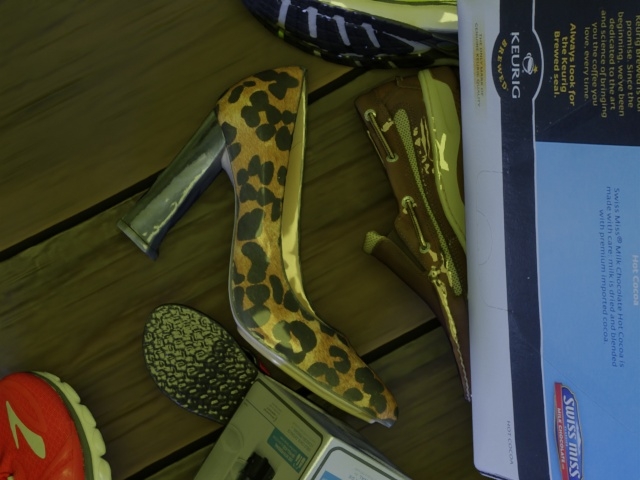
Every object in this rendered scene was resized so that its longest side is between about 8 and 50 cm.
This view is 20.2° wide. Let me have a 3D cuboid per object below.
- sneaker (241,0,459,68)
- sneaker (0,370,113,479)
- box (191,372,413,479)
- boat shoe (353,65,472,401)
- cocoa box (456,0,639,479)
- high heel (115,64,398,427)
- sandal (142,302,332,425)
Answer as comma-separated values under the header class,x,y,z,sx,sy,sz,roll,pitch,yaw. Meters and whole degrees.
class,x,y,z,sx,sy,sz,roll,pitch,yaw
sneaker,0.082,-0.199,1.359,0.299,0.111,0.121,6,72,-4
sneaker,-0.221,0.220,1.274,0.118,0.107,0.279,15,62,-38
box,-0.062,0.254,1.264,0.087,0.169,0.290,32,91,-23
boat shoe,0.079,0.002,1.344,0.095,0.095,0.257,-11,75,2
cocoa box,0.249,-0.006,1.209,0.231,0.228,0.347,-7,98,-29
high heel,0.000,0.000,1.339,0.261,0.093,0.186,41,86,5
sandal,-0.064,0.113,1.360,0.179,0.040,0.067,37,92,-13
